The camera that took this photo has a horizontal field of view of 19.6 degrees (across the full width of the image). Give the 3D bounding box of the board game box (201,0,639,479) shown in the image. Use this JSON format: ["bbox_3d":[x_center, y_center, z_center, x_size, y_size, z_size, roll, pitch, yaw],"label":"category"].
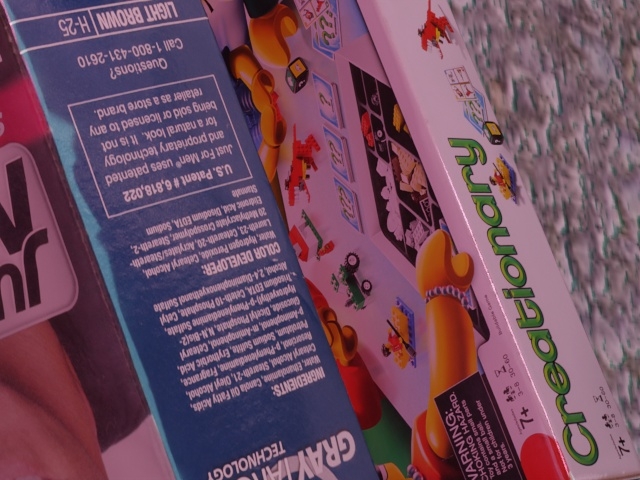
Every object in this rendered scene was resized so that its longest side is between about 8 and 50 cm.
[{"bbox_3d":[0.000,0.000,0.798,0.053,0.193,0.305,0,62,-44],"label":"board game box"}]

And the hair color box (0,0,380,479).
[{"bbox_3d":[-0.085,0.075,0.734,0.105,0.174,0.347,-19,87,-48],"label":"hair color box"}]
